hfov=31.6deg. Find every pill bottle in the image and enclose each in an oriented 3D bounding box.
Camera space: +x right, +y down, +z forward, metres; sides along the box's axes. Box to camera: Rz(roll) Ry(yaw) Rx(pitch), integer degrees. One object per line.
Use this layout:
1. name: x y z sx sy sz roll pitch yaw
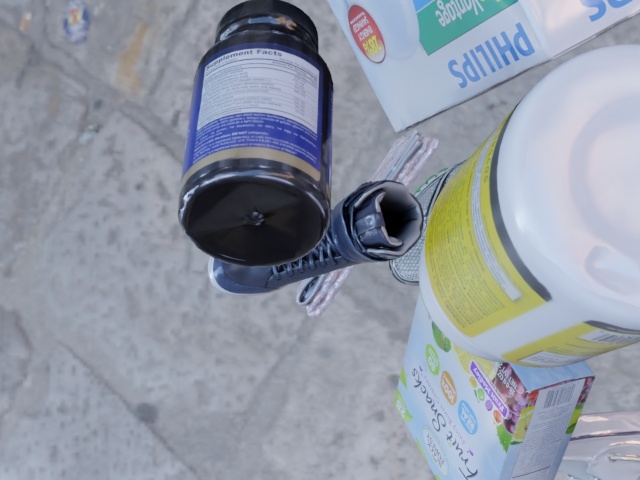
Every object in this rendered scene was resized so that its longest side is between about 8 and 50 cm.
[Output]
1. pill bottle: 0.117 -0.002 0.543 0.208 0.119 0.119 123 142 -75
2. pill bottle: -0.050 -0.097 0.951 0.123 0.123 0.219 -30 42 33

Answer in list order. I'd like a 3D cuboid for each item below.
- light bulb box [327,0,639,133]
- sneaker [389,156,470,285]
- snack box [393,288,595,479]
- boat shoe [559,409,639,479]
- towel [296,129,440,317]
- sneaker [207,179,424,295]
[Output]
1. light bulb box: 0.140 -0.332 1.084 0.361 0.225 0.358 62 163 -3
2. sneaker: 0.207 -0.056 1.463 0.134 0.146 0.343 49 119 4
3. snack box: 0.141 0.132 0.983 0.174 0.070 0.207 -121 28 -43
4. boat shoe: 0.299 0.224 1.169 0.096 0.267 0.088 139 128 -67
5. towel: 0.065 -0.031 1.801 0.053 0.317 0.332 35 91 -1
6. sneaker: 0.000 -0.002 1.186 0.163 0.226 0.086 160 94 -72
